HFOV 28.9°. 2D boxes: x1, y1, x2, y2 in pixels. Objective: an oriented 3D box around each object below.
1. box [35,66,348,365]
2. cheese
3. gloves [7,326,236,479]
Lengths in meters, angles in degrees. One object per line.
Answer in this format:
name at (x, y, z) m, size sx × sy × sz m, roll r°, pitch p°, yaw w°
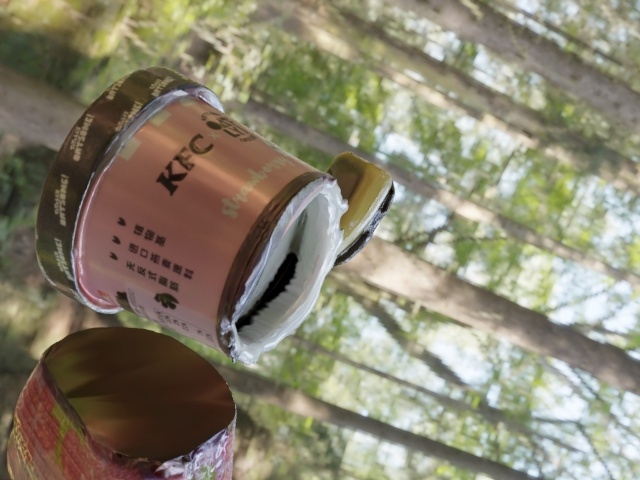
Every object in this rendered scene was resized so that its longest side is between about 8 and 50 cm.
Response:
box at (-0.068, -0.007, 0.729) m, size 0.135 × 0.151 × 0.151 m, roll 28°, pitch -83°, yaw 21°
cheese at (0.001, 0.000, 1.095) m, size 0.163 × 0.036 × 0.086 m, roll -58°, pitch -146°, yaw 3°
gloves at (-0.095, 0.168, 0.547) m, size 0.126 × 0.145 × 0.241 m, roll -40°, pitch 147°, yaw -54°
